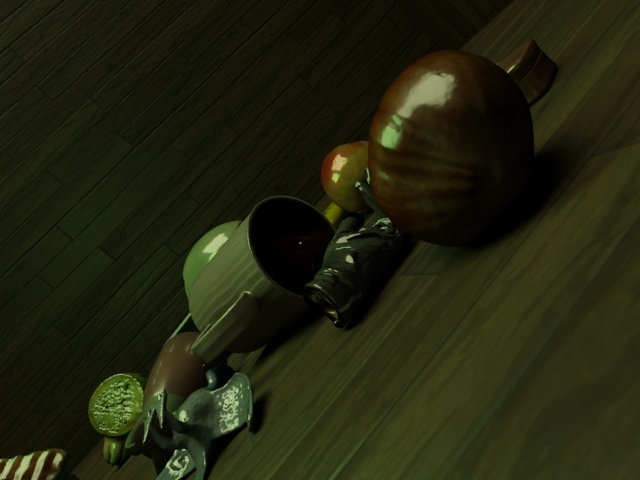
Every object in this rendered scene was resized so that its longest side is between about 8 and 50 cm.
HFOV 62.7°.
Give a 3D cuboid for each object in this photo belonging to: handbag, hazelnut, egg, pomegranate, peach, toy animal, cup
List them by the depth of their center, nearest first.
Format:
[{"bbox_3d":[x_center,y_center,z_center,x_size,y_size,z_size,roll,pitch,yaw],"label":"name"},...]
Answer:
[{"bbox_3d":[0.152,-0.099,0.585,0.186,0.210,0.210,-19,-18,-49],"label":"hazelnut"},{"bbox_3d":[-0.169,0.273,0.783,0.239,0.176,0.255,-47,40,26],"label":"toy animal"},{"bbox_3d":[0.304,-0.250,0.902,0.151,0.072,0.193,-51,6,-35],"label":"handbag"},{"bbox_3d":[-0.105,0.096,0.979,0.273,0.209,0.288,-42,36,39],"label":"cup"},{"bbox_3d":[0.089,-0.157,1.293,0.184,0.184,0.184,-46,6,7],"label":"peach"},{"bbox_3d":[-0.540,0.504,1.512,0.190,0.240,0.159,-25,-28,5],"label":"pomegranate"},{"bbox_3d":[-0.291,0.106,1.654,0.336,0.278,0.278,-42,8,20],"label":"egg"}]

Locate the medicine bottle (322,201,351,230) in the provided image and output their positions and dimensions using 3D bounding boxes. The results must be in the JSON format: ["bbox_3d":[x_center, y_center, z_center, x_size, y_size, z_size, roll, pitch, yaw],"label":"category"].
[{"bbox_3d":[0.000,0.000,1.336,0.309,0.076,0.111,-54,-8,-39],"label":"medicine bottle"}]

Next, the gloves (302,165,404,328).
[{"bbox_3d":[0.058,0.003,0.783,0.142,0.119,0.285,-21,38,50],"label":"gloves"}]

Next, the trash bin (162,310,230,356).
[{"bbox_3d":[-0.292,0.237,1.418,0.225,0.165,0.115,-51,8,-13],"label":"trash bin"}]

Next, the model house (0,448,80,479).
[{"bbox_3d":[-0.384,0.350,0.548,0.360,0.339,0.297,-43,10,36],"label":"model house"}]

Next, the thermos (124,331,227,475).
[{"bbox_3d":[-0.285,0.311,1.020,0.176,0.146,0.265,-39,14,14],"label":"thermos"}]
